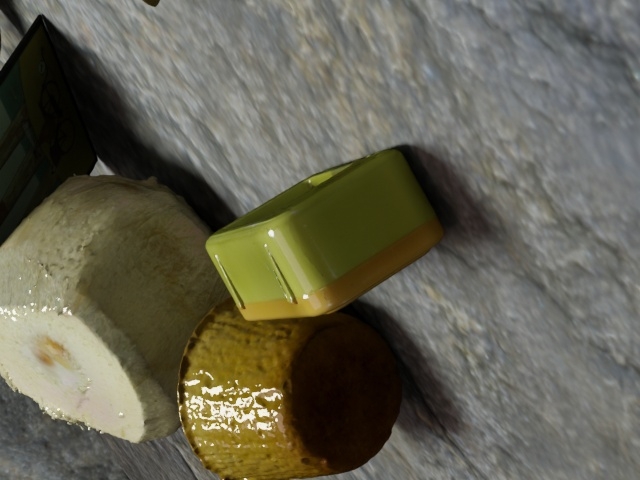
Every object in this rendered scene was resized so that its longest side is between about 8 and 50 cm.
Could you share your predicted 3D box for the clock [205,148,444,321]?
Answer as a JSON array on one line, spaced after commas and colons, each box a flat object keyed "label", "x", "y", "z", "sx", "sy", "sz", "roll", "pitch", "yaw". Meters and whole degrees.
[{"label": "clock", "x": 0.000, "y": 0.000, "z": 1.164, "sx": 0.096, "sy": 0.143, "sz": 0.202, "roll": 63, "pitch": 159, "yaw": -5}]

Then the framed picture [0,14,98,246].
[{"label": "framed picture", "x": -0.362, "y": -0.071, "z": 1.638, "sx": 0.013, "sy": 0.324, "sz": 0.244, "roll": 6, "pitch": 140, "yaw": 19}]

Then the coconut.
[{"label": "coconut", "x": -0.229, "y": 0.067, "z": 1.605, "sx": 0.297, "sy": 0.254, "sz": 0.297, "roll": 21, "pitch": 139, "yaw": 19}]

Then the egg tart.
[{"label": "egg tart", "x": -0.028, "y": 0.154, "z": 1.405, "sx": 0.171, "sy": 0.215, "sz": 0.215, "roll": 0, "pitch": 125, "yaw": 52}]

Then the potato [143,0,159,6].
[{"label": "potato", "x": -0.157, "y": -0.288, "z": 1.045, "sx": 0.191, "sy": 0.141, "sz": 0.296, "roll": 48, "pitch": 162, "yaw": 21}]
